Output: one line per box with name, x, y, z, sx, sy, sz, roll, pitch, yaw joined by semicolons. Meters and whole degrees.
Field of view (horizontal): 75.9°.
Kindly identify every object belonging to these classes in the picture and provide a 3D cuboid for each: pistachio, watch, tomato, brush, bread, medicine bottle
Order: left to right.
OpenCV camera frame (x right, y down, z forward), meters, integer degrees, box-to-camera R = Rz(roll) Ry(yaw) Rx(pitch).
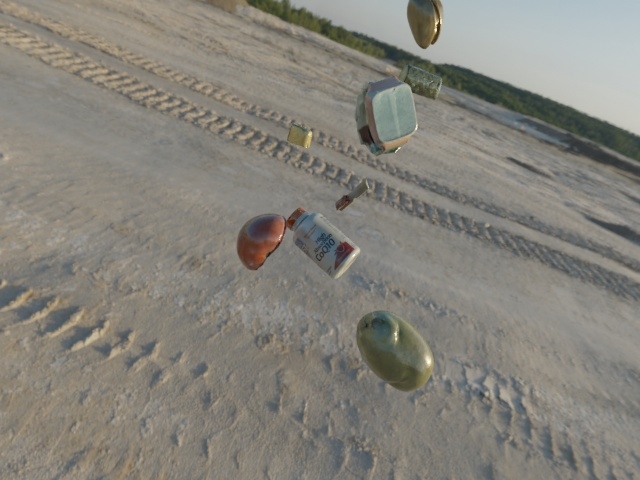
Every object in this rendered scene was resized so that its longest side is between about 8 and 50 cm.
tomato;-0.226;-0.017;1.427;0.112;0.228;0.199;34;15;-30
bread;-0.105;-0.561;2.208;0.125;0.106;0.082;28;21;14
medicine bottle;0.000;0.000;1.569;0.288;0.157;0.157;42;29;10
brush;0.166;-0.245;2.266;0.050;0.321;0.060;-6;74;-28
watch;0.204;-0.416;1.397;0.161;0.254;0.241;-19;23;-11
pistachio;0.350;-0.743;1.377;0.124;0.185;0.125;-10;38;8

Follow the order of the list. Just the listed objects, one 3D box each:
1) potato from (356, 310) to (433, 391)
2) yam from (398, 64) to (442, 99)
potato;0.263;0.397;1.505;0.326;0.221;0.243;44;-11;-6
yam;0.443;-0.689;1.798;0.193;0.107;0.107;15;26;-15
